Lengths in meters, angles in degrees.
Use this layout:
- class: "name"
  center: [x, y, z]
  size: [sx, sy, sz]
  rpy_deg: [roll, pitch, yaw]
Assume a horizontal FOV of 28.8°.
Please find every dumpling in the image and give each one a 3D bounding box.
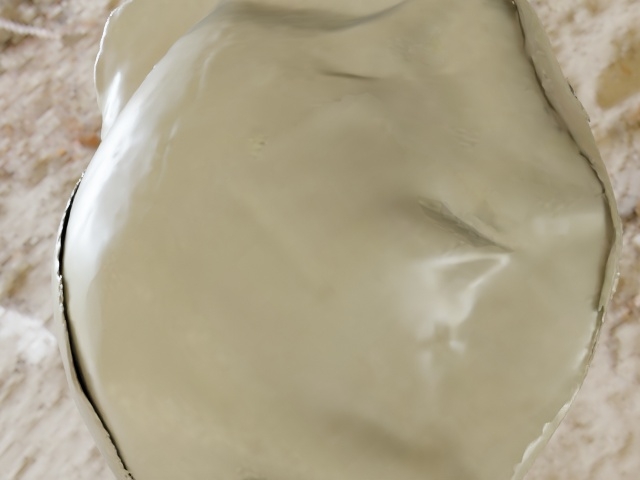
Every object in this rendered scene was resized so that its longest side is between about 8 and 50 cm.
- class: "dumpling"
  center: [0.000, 0.003, 0.558]
  size: [0.260, 0.181, 0.341]
  rpy_deg: [-34, 35, 26]
